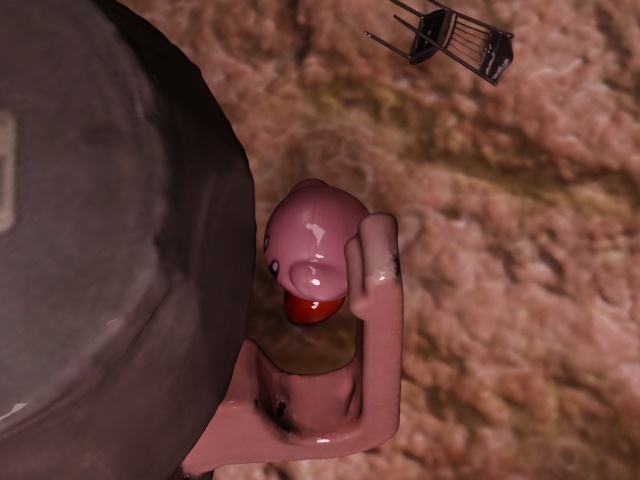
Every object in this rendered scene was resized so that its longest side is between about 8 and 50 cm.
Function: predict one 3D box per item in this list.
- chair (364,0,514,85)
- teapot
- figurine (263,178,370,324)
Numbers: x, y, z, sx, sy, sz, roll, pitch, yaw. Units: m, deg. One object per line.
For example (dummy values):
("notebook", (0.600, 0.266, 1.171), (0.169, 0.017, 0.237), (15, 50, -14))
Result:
("chair", (0.073, -0.125, 1.000), (0.086, 0.042, 0.037), (25, 74, -19))
("teapot", (-0.145, 0.052, 0.797), (0.376, 0.361, 0.305), (-3, 64, -3))
("figurine", (0.000, 0.000, 0.942), (0.067, 0.071, 0.083), (-11, 66, 5))
